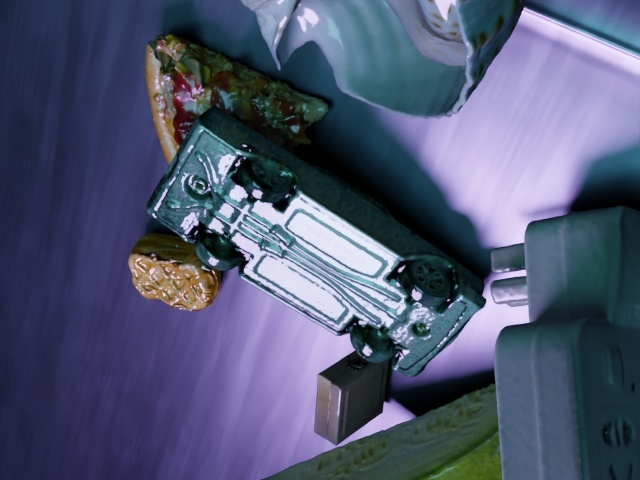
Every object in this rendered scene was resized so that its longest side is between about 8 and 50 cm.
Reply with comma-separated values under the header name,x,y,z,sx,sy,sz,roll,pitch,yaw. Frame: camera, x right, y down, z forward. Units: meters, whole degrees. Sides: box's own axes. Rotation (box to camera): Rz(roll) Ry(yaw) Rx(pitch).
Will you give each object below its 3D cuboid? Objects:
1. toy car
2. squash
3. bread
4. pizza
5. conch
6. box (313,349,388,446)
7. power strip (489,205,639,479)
name,x,y,z,sx,sy,sz,roll,pitch,yaw
toy car,0.000,0.000,1.093,0.320,0.097,0.141,32,129,-6
squash,0.082,0.214,1.104,0.288,0.111,0.203,6,121,2
bread,-0.161,0.036,1.254,0.110,0.044,0.083,12,123,22
pizza,-0.086,-0.116,1.112,0.199,0.062,0.188,-3,117,31
conch,0.045,-0.251,0.861,0.303,0.215,0.319,41,169,17
box,0.032,0.158,1.181,0.035,0.079,0.083,27,128,34
power strip,0.213,0.110,0.966,0.141,0.229,0.261,-10,77,36
